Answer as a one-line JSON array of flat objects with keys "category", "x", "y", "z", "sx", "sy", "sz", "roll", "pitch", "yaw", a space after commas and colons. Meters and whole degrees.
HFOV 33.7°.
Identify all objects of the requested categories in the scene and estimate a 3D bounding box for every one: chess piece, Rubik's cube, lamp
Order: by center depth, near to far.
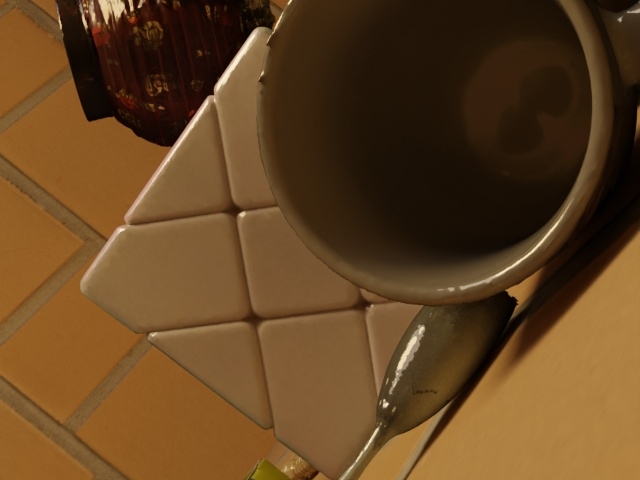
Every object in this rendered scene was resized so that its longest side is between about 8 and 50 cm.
[{"category": "Rubik's cube", "x": 0.000, "y": 0.000, "z": 1.113, "sx": 0.318, "sy": 0.322, "sz": 0.316, "roll": -54, "pitch": -1, "yaw": 9}, {"category": "lamp", "x": -0.163, "y": -0.219, "z": 1.153, "sx": 0.247, "sy": 0.247, "sz": 0.247, "roll": -52, "pitch": -2, "yaw": -3}, {"category": "chess piece", "x": -0.016, "y": 0.266, "z": 1.258, "sx": 0.035, "sy": 0.035, "sz": 0.092, "roll": -51, "pitch": 1, "yaw": -39}]

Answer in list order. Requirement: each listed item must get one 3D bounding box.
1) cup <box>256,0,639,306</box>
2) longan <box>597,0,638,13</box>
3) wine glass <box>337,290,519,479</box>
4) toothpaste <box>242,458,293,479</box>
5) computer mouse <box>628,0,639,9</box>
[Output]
[{"category": "cup", "x": 0.145, "y": -0.104, "z": 0.707, "sx": 0.301, "sy": 0.227, "sz": 0.257, "roll": -19, "pitch": 1, "yaw": 29}, {"category": "longan", "x": 0.244, "y": -0.198, "z": 0.973, "sx": 0.187, "sy": 0.167, "sz": 0.167, "roll": -56, "pitch": -4, "yaw": 27}, {"category": "wine glass", "x": 0.057, "y": 0.105, "z": 0.716, "sx": 0.198, "sy": 0.066, "sz": 0.066, "roll": -52, "pitch": -3, "yaw": -17}, {"category": "toothpaste", "x": -0.122, "y": 0.351, "z": 1.012, "sx": 0.327, "sy": 0.077, "sz": 0.110, "roll": -54, "pitch": -5, "yaw": 32}, {"category": "computer mouse", "x": 0.304, "y": -0.198, "z": 0.852, "sx": 0.172, "sy": 0.057, "sz": 0.099, "roll": -38, "pitch": -11, "yaw": -27}]
